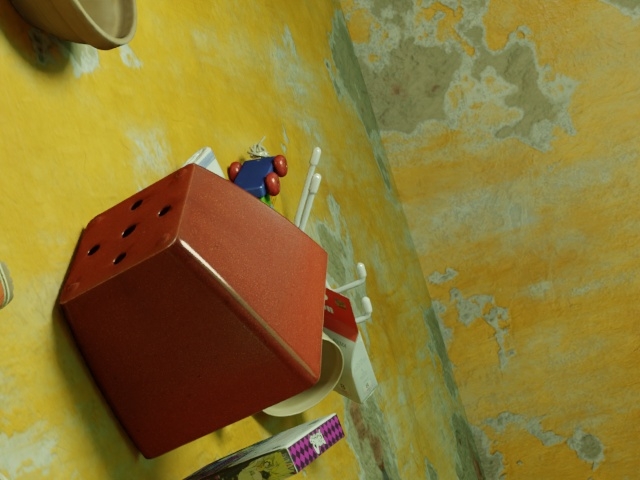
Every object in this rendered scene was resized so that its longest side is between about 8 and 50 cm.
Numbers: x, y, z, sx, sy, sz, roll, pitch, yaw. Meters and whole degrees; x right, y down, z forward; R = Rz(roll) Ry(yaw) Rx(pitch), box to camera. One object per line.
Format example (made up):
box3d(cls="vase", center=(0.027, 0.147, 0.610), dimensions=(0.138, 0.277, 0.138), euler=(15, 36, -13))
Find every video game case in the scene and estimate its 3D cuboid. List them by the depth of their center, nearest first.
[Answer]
box3d(cls="video game case", center=(-0.094, 0.297, 1.464), dimensions=(0.041, 0.210, 0.232), euler=(67, 14, 5))

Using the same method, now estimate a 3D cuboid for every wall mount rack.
box3d(cls="wall mount rack", center=(0.000, 0.000, 2.187), dimensions=(0.350, 0.131, 0.304), euler=(-93, 159, -72))

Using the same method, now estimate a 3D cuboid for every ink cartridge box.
box3d(cls="ink cartridge box", center=(-0.010, 0.159, 1.906), dimensions=(0.066, 0.189, 0.232), euler=(-48, 140, -24))

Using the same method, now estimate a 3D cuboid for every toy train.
box3d(cls="toy train", center=(-0.103, -0.087, 2.075), dimensions=(0.248, 0.105, 0.143), euler=(-74, 154, -64))

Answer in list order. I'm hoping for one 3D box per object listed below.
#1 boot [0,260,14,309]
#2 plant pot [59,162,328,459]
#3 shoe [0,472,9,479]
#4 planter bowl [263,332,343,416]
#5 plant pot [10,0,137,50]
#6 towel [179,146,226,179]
box3d(cls="boot", center=(-0.367, 0.011, 1.126), dimensions=(0.084, 0.059, 0.157), euler=(-55, 127, -65))
box3d(cls="plant pot", center=(-0.170, 0.067, 1.410), dimensions=(0.235, 0.267, 0.267), euler=(51, 24, -29))
box3d(cls="shoe", center=(-0.338, 0.218, 1.018), dimensions=(0.076, 0.058, 0.219), euler=(-58, 132, -29))
box3d(cls="planter bowl", center=(-0.057, 0.193, 1.847), dimensions=(0.109, 0.162, 0.162), euler=(51, -4, 45))
box3d(cls="plant pot", center=(-0.348, -0.355, 1.484), dimensions=(0.237, 0.110, 0.237), euler=(-17, 90, -75))
box3d(cls="towel", center=(-0.168, 0.012, 1.777), dimensions=(0.285, 0.034, 0.209), euler=(66, 29, -22))
